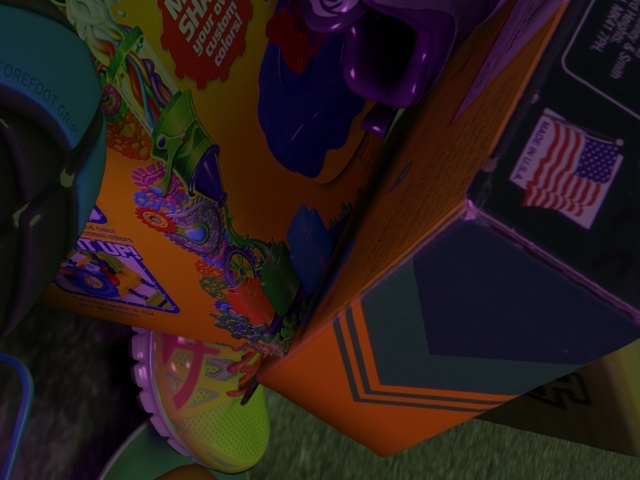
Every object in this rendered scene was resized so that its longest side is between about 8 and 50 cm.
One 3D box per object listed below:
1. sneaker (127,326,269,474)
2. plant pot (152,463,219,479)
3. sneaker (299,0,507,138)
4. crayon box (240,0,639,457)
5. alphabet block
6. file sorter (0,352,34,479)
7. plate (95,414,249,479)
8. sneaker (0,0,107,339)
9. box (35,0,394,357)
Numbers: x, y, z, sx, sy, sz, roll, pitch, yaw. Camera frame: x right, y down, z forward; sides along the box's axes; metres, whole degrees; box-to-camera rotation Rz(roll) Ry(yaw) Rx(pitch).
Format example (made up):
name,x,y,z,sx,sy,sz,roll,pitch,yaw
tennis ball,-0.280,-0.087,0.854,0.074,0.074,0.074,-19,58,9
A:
name,x,y,z,sx,sy,sz,roll,pitch,yaw
sneaker,-0.051,0.037,0.764,0.081,0.094,0.208,-41,126,-55
plant pot,-0.058,0.266,0.594,0.254,0.239,0.254,-46,169,-11
sneaker,0.020,-0.134,0.507,0.098,0.083,0.223,-61,146,-24
crayon box,0.076,-0.023,0.616,0.202,0.081,0.318,-60,-174,-23
alphabet block,0.187,0.035,1.120,0.192,0.193,0.197,-66,149,-26
file sorter,-0.203,0.067,0.497,0.170,0.118,0.104,35,64,-59
plate,-0.100,0.185,0.819,0.188,0.024,0.188,-30,126,-55
sneaker,-0.214,0.004,0.341,0.341,0.140,0.125,-25,126,-32
box,-0.080,-0.153,0.588,0.290,0.177,0.279,-66,148,-25
